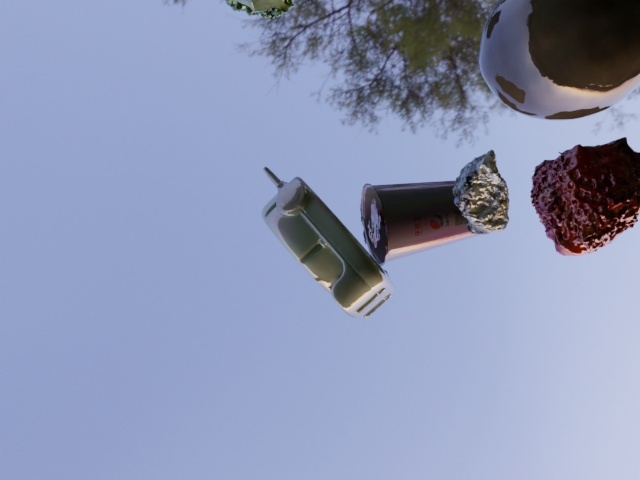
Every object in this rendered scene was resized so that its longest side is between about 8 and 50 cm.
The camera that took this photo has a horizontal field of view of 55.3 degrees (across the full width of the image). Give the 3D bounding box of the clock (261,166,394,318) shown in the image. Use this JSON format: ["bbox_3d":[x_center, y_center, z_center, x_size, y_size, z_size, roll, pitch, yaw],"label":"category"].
[{"bbox_3d":[0.000,0.000,1.159,0.109,0.265,0.324,-42,-107,3],"label":"clock"}]

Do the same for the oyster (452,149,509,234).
[{"bbox_3d":[0.312,-0.090,1.192,0.064,0.125,0.177,-39,-62,-42],"label":"oyster"}]

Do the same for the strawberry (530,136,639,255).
[{"bbox_3d":[0.440,-0.061,1.014,0.187,0.184,0.201,12,-118,19],"label":"strawberry"}]

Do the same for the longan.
[{"bbox_3d":[0.340,-0.273,0.825,0.248,0.248,0.248,6,-103,-27],"label":"longan"}]

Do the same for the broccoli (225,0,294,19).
[{"bbox_3d":[-0.104,-0.590,1.270,0.308,0.308,0.275,7,-130,-27],"label":"broccoli"}]

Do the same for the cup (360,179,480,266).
[{"bbox_3d":[0.257,-0.058,1.446,0.289,0.203,0.202,-10,-96,-10],"label":"cup"}]
